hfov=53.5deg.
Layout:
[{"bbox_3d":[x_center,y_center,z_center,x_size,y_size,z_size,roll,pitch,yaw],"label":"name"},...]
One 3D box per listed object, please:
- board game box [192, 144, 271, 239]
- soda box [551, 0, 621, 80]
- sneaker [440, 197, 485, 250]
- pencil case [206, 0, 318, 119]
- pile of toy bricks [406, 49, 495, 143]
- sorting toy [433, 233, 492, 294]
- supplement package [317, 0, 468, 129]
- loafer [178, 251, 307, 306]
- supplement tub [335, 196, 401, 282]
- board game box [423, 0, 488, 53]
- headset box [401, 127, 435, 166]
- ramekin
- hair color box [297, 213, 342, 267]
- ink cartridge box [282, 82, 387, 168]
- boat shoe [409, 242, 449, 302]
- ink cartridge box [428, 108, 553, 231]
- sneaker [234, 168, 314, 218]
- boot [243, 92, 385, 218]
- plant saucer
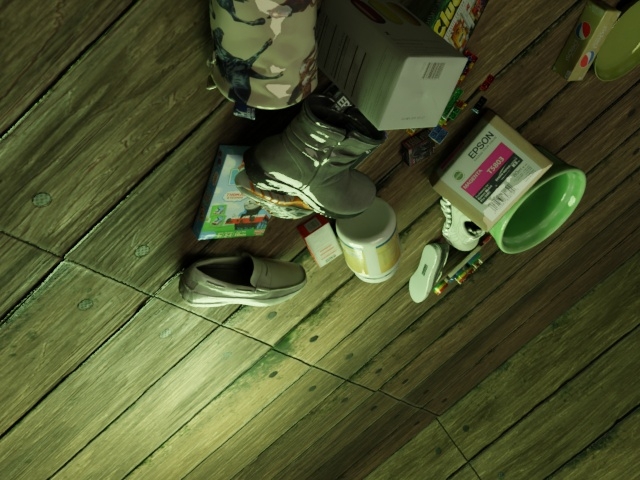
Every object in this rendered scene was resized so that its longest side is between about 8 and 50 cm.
[{"bbox_3d":[-0.158,-0.096,1.290,0.160,0.039,0.212,-5,133,-37],"label":"board game box"},{"bbox_3d":[0.636,-0.477,1.522,0.061,0.058,0.181,-11,138,-32],"label":"soda box"},{"bbox_3d":[0.412,-0.038,1.784,0.110,0.118,0.292,-37,147,-4],"label":"sneaker"},{"bbox_3d":[-0.096,-0.380,0.909,0.183,0.160,0.411,-9,139,-7],"label":"pencil case"},{"bbox_3d":[0.290,-0.300,1.405,0.212,0.118,0.105,-53,175,8],"label":"pile of toy bricks"},{"bbox_3d":[0.455,0.083,1.966,0.274,0.046,0.132,-43,168,-8],"label":"sorting toy"},{"bbox_3d":[0.105,-0.315,1.086,0.139,0.244,0.134,-11,138,-34],"label":"supplement package"},{"bbox_3d":[-0.160,0.084,1.433,0.319,0.112,0.111,-5,143,-37],"label":"loafer"},{"bbox_3d":[0.122,0.002,1.552,0.144,0.144,0.200,-31,145,-8],"label":"supplement tub"},{"bbox_3d":[0.246,-0.409,1.204,0.136,0.030,0.260,30,85,-51],"label":"board game box"},{"bbox_3d":[0.227,-0.216,1.490,0.083,0.032,0.062,-30,145,-12],"label":"headset box"},{"bbox_3d":[0.584,-0.123,1.806,0.303,0.148,0.304,-23,143,-19],"label":"ramekin"},{"bbox_3d":[0.000,0.000,1.533,0.072,0.043,0.141,-33,144,-5],"label":"hair color box"},{"bbox_3d":[0.054,-0.238,1.307,0.208,0.045,0.206,-44,144,8],"label":"ink cartridge box"},{"bbox_3d":[0.331,0.098,1.903,0.070,0.078,0.219,-11,136,-30],"label":"boat shoe"},{"bbox_3d":[0.416,-0.171,1.568,0.193,0.088,0.235,36,109,-10],"label":"ink cartridge box"},{"bbox_3d":[-0.087,-0.085,1.265,0.214,0.084,0.083,16,140,-42],"label":"sneaker"},{"bbox_3d":[0.044,-0.148,1.198,0.338,0.118,0.222,9,150,-45],"label":"boot"},{"bbox_3d":[0.783,-0.522,1.617,0.240,0.037,0.241,-24,143,-19],"label":"plant saucer"}]
